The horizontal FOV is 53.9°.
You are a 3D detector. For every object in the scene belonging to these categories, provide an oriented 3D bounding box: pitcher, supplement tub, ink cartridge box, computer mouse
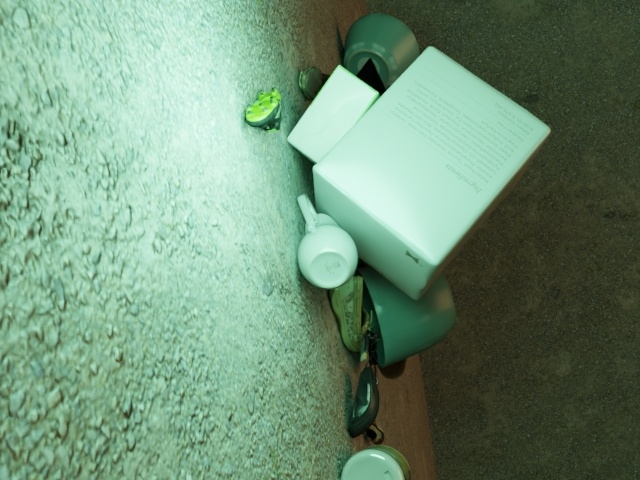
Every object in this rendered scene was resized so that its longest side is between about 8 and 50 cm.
[{"bbox_3d":[0.000,0.000,1.339,0.177,0.125,0.207,56,10,-20],"label":"pitcher"},{"bbox_3d":[0.134,0.554,1.463,0.200,0.144,0.144,42,40,-70],"label":"supplement tub"},{"bbox_3d":[0.064,-0.258,1.533,0.207,0.119,0.353,-54,168,5],"label":"ink cartridge box"},{"bbox_3d":[0.125,0.360,1.601,0.184,0.060,0.262,81,21,-47],"label":"computer mouse"}]

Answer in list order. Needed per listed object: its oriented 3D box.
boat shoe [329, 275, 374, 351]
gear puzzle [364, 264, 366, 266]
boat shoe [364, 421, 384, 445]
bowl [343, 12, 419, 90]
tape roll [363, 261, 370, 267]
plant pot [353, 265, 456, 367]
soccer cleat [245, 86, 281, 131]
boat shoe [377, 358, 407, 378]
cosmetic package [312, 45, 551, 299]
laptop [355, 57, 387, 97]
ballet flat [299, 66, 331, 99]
[{"bbox_3d":[0.093,0.198,1.649,0.285,0.089,0.104,69,16,-47],"label":"boat shoe"},{"bbox_3d":[0.151,0.060,2.125,0.175,0.044,0.339,-93,168,-50],"label":"gear puzzle"},{"bbox_3d":[0.145,0.536,1.756,0.043,0.049,0.137,-80,156,-47],"label":"boat shoe"},{"bbox_3d":[0.212,-0.696,2.441,0.163,0.312,0.311,-61,146,-38],"label":"bowl"},{"bbox_3d":[0.166,-0.039,1.986,0.321,0.077,0.321,54,21,-32],"label":"tape roll"},{"bbox_3d":[0.248,0.192,1.817,0.293,0.235,0.293,165,-90,-83],"label":"plant pot"},{"bbox_3d":[-0.097,-0.229,1.157,0.179,0.060,0.072,-79,159,-64],"label":"soccer cleat"},{"bbox_3d":[0.245,0.332,2.197,0.123,0.123,0.342,63,16,-53],"label":"boat shoe"},{"bbox_3d":[0.232,-0.138,1.419,0.327,0.393,0.329,39,-13,12],"label":"cosmetic package"},{"bbox_3d":[0.204,-0.263,1.878,0.408,0.236,0.382,9,56,-62],"label":"laptop"},{"bbox_3d":[-0.018,-0.420,1.679,0.250,0.058,0.084,-38,141,-70],"label":"ballet flat"}]
